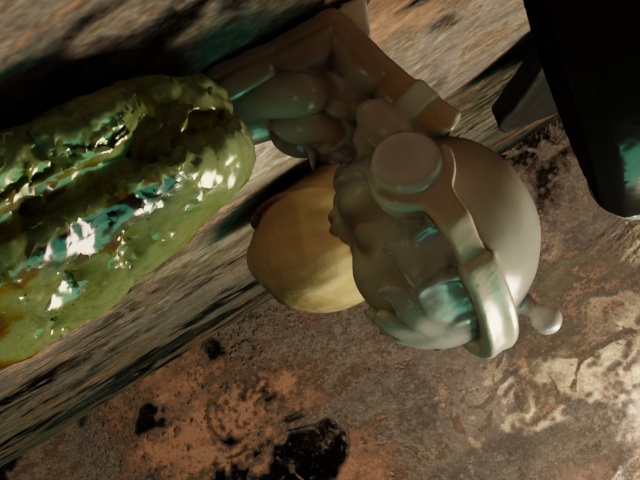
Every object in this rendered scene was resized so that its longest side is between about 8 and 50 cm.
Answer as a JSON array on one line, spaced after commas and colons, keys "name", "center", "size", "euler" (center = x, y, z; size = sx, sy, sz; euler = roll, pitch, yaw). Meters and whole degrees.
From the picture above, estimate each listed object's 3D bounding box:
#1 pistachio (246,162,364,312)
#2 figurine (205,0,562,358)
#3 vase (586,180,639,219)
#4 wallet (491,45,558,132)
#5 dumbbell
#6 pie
[{"name": "pistachio", "center": [0.000, 0.000, 1.179], "size": [0.157, 0.157, 0.229], "euler": [-29, 180, -32]}, {"name": "figurine", "center": [0.038, -0.021, 0.649], "size": [0.141, 0.236, 0.162], "euler": [-39, 179, -8]}, {"name": "vase", "center": [0.401, -0.139, 1.293], "size": [0.143, 0.143, 0.299], "euler": [-31, 159, -16]}, {"name": "wallet", "center": [0.354, -0.228, 1.290], "size": [0.378, 0.051, 0.197], "euler": [-20, 154, -36]}, {"name": "dumbbell", "center": [0.298, -0.153, 0.677], "size": [0.323, 0.203, 0.204], "euler": [-18, 178, 9]}, {"name": "pie", "center": [-0.140, 0.001, 0.532], "size": [0.248, 0.090, 0.201], "euler": [-32, 175, -12]}]
